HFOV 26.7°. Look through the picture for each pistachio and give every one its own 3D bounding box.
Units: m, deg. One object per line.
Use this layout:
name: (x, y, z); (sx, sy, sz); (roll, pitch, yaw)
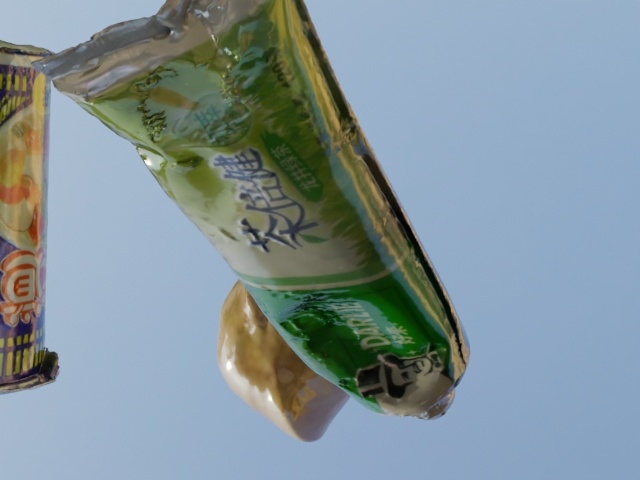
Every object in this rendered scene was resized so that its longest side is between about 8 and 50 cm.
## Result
pistachio: (-0.018, 0.095, 1.465); (0.162, 0.213, 0.260); (-2, -162, 16)

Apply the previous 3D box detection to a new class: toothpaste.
toothpaste: (0.000, 0.000, 0.450); (0.078, 0.248, 0.047); (-25, -129, 7)

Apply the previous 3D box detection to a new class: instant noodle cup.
instant noodle cup: (-0.364, -0.039, 1.260); (0.284, 0.313, 0.284); (10, -172, -1)
